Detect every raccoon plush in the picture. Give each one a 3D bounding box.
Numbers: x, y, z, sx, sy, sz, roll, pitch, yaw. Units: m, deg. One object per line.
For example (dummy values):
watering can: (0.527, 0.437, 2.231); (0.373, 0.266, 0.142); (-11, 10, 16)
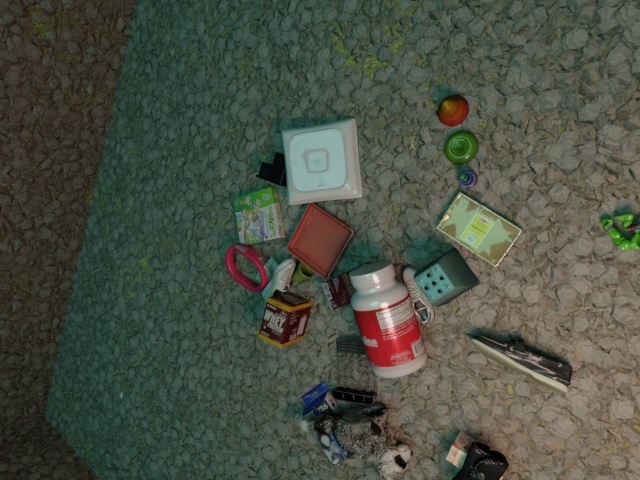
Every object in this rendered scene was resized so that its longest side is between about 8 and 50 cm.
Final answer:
raccoon plush: (0.160, 0.863, 1.816); (0.446, 0.216, 0.299); (-13, 91, 33)

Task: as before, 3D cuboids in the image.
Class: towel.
towel: (-0.249, 0.166, 2.118); (0.152, 0.023, 0.113); (-49, 68, 22)

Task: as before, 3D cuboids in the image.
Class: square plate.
square plate: (-0.002, -0.343, 1.900); (0.347, 0.049, 0.344); (-5, 91, 18)

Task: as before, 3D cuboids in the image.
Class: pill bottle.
pill bottle: (0.251, 0.296, 1.673); (0.229, 0.229, 0.407); (-14, 97, 30)

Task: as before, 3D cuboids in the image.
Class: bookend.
bookend: (-0.209, -0.351, 2.047); (0.157, 0.072, 0.156); (22, 102, 28)

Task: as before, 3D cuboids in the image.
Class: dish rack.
dish rack: (0.145, 0.557, 1.877); (0.208, 0.074, 0.271); (-2, 91, 29)

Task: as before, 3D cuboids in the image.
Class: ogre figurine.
ogre figurine: (0.997, -0.027, 1.350); (0.197, 0.097, 0.118); (-3, 79, 19)

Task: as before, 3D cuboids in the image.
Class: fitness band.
fitness band: (-0.366, 0.133, 2.136); (0.291, 0.054, 0.209); (33, 128, 28)

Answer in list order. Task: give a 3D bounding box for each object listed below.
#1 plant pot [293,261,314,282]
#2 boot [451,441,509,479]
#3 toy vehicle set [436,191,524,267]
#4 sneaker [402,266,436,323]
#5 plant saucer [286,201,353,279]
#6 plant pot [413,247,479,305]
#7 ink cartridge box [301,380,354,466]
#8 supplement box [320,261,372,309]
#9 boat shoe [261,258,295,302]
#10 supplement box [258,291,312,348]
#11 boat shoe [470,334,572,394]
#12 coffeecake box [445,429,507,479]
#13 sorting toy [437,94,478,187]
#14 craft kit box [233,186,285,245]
plant pot: (-0.085, 0.155, 1.997); (0.079, 0.083, 0.083); (-43, 71, 37)
boot: (0.581, 0.827, 1.455); (0.246, 0.094, 0.207); (33, 111, 31)
toy vehicle set: (0.589, -0.043, 1.617); (0.267, 0.035, 0.166); (38, 109, 23)
sneaker: (0.387, 0.215, 1.712); (0.090, 0.095, 0.235); (-31, 75, 29)
plant saucer: (0.000, 0.000, 1.954); (0.258, 0.048, 0.259); (36, 108, 24)
plant pot: (0.448, 0.142, 1.592); (0.165, 0.234, 0.165); (-39, 73, 25)
ink cartridge box: (0.034, 0.827, 1.958); (0.165, 0.065, 0.332); (-44, 70, 24)
supplement box: (0.132, 0.199, 1.870); (0.239, 0.073, 0.130); (-28, 78, 27)
boat shoe: (-0.185, 0.203, 2.032); (0.267, 0.096, 0.088); (-53, 55, 23)
supplement box: (-0.158, 0.358, 1.975); (0.129, 0.191, 0.194); (19, 101, 28)
boat shoe: (0.709, 0.404, 1.527); (0.340, 0.127, 0.113); (24, 74, 35)
coffeecake box: (0.576, 0.807, 1.596); (0.185, 0.142, 0.068); (26, 104, 26)
sorting toy: (0.504, -0.376, 1.604); (0.127, 0.126, 0.365); (-13, 84, 30)
craft kit box: (-0.304, -0.112, 2.123); (0.247, 0.061, 0.250); (-12, 86, 27)
